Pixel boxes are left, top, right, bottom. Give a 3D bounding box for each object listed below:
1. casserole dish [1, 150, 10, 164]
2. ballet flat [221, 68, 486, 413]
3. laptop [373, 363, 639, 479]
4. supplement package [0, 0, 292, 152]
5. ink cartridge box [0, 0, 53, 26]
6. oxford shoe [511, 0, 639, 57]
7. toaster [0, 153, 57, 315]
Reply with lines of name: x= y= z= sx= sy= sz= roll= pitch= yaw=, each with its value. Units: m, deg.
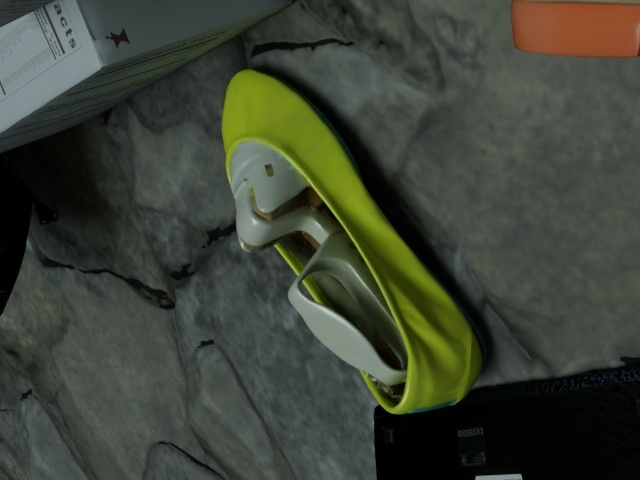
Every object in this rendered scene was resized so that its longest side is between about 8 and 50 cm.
casserole dish: x=-0.310 y=-0.114 z=0.988 sx=0.188 sy=0.037 sz=0.114 roll=29 pitch=131 yaw=34
ballet flat: x=0.000 y=0.000 z=0.667 sx=0.231 sy=0.077 sz=0.077 roll=52 pitch=142 yaw=13
laptop: x=0.158 y=0.211 z=0.664 sx=0.234 sy=0.137 sz=0.264 roll=-19 pitch=71 yaw=51
supplement package: x=-0.156 y=-0.146 z=0.712 sx=0.244 sy=0.134 sz=0.139 roll=-15 pitch=100 yaw=52
ink cartridge box: x=-0.117 y=-0.192 z=0.516 sx=0.203 sy=0.086 sz=0.148 roll=-22 pitch=97 yaw=20
oxford shoe: x=0.168 y=-0.115 z=0.397 sx=0.271 sy=0.097 sz=0.098 roll=7 pitch=110 yaw=47
toaster: x=-0.287 y=-0.024 z=0.852 sx=0.110 sy=0.168 sz=0.185 roll=-22 pitch=121 yaw=11
